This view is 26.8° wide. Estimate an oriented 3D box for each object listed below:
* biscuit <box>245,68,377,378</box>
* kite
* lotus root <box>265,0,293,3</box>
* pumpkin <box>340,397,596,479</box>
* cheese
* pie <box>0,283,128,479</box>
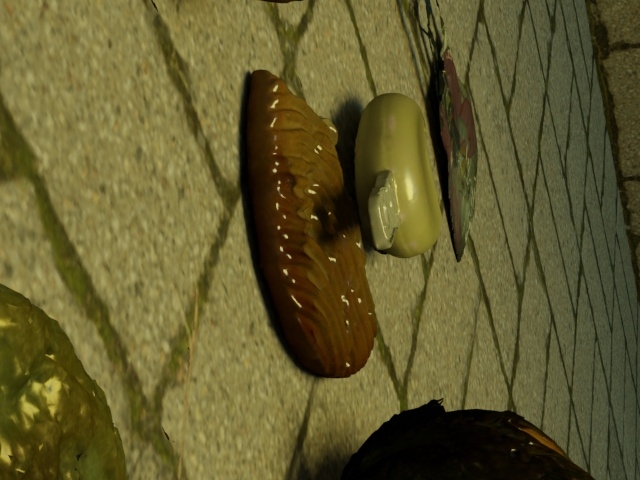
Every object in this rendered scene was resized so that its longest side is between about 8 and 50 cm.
[{"bbox_3d":[0.001,0.000,0.901,0.228,0.031,0.176,51,38,-58],"label":"biscuit"},{"bbox_3d":[0.121,-0.158,1.330,0.204,0.022,0.360,-77,155,-46],"label":"kite"},{"bbox_3d":[-0.028,-0.213,0.773,0.190,0.108,0.094,-95,-167,-45],"label":"lotus root"},{"bbox_3d":[0.131,0.257,0.877,0.320,0.192,0.320,58,1,-1],"label":"pumpkin"},{"bbox_3d":[0.051,-0.034,0.965,0.251,0.054,0.127,-62,141,-76],"label":"cheese"},{"bbox_3d":[-0.126,0.165,0.411,0.323,0.071,0.323,-5,90,-73],"label":"pie"}]
